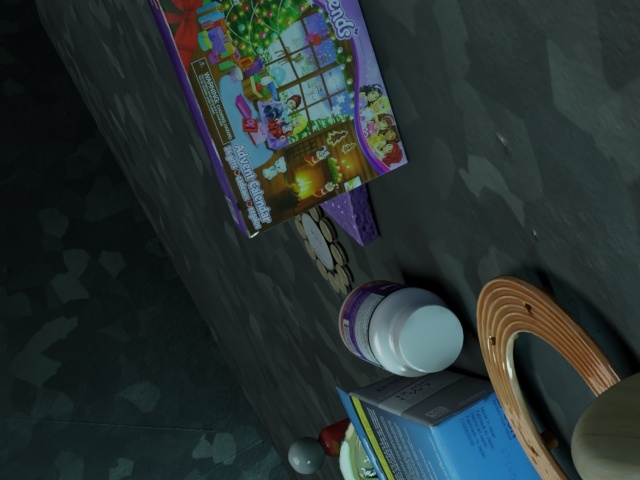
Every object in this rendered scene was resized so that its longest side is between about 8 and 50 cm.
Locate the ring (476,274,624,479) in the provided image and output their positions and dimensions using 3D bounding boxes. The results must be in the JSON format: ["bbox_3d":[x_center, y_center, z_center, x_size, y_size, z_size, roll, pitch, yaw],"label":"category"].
[{"bbox_3d":[0.257,0.181,1.196,0.336,0.032,0.336,58,166,23],"label":"ring"}]

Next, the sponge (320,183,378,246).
[{"bbox_3d":[0.008,-0.087,1.624,0.210,0.031,0.117,45,157,52],"label":"sponge"}]

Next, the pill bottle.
[{"bbox_3d":[0.100,0.108,1.480,0.108,0.108,0.193,66,166,-10],"label":"pill bottle"}]

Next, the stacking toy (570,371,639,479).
[{"bbox_3d":[0.312,0.263,0.950,0.330,0.141,0.141,64,167,-22],"label":"stacking toy"}]

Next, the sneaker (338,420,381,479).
[{"bbox_3d":[0.160,0.378,1.798,0.182,0.158,0.410,10,130,38],"label":"sneaker"}]

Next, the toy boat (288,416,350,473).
[{"bbox_3d":[0.073,0.469,2.165,0.318,0.148,0.267,57,165,24],"label":"toy boat"}]

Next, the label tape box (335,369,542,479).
[{"bbox_3d":[0.164,0.293,1.557,0.249,0.115,0.348,65,166,-9],"label":"label tape box"}]

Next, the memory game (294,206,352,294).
[{"bbox_3d":[0.000,0.000,1.856,0.186,0.012,0.186,56,165,24],"label":"memory game"}]

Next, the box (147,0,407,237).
[{"bbox_3d":[-0.042,-0.174,1.286,0.057,0.201,0.293,40,154,60],"label":"box"}]
